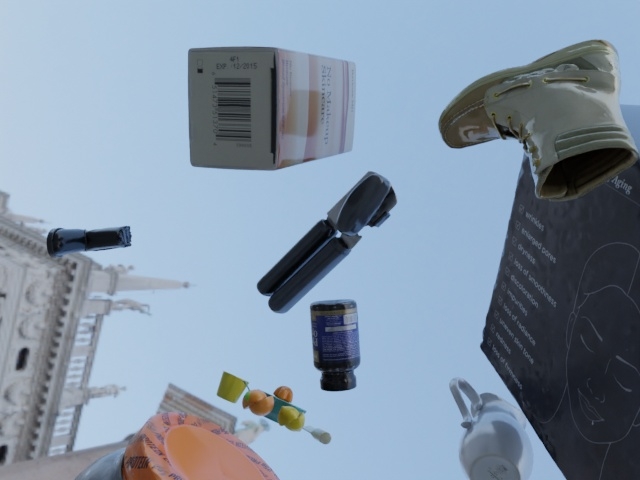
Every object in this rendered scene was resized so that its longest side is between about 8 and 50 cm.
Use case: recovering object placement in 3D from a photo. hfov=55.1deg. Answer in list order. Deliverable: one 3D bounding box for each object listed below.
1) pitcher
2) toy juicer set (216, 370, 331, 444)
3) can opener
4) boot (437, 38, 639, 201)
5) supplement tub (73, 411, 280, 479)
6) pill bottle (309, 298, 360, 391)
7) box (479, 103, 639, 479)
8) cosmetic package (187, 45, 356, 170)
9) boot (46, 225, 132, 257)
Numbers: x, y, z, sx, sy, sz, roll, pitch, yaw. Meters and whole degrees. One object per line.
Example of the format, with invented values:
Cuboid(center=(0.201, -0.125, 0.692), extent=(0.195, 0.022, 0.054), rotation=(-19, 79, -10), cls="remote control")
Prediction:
Cuboid(center=(0.294, 0.344, 1.101), extent=(0.177, 0.207, 0.125), rotation=(40, -68, 3), cls="pitcher")
Cuboid(center=(-0.077, 0.406, 1.489), extent=(0.209, 0.329, 0.090), rotation=(3, -116, 55), cls="toy juicer set")
Cuboid(center=(0.000, 0.000, 0.955), extent=(0.283, 0.095, 0.076), rotation=(-44, -116, 14), cls="can opener")
Cuboid(center=(0.225, -0.113, 0.673), extent=(0.213, 0.077, 0.165), rotation=(-19, -132, 34), cls="boot")
Cuboid(center=(-0.170, 0.315, 0.509), extent=(0.193, 0.193, 0.316), rotation=(39, -84, 31), cls="supplement tub")
Cuboid(center=(0.039, 0.263, 1.555), extent=(0.122, 0.122, 0.220), rotation=(-4, -91, 34), cls="pill bottle")
Cuboid(center=(0.486, 0.092, 0.872), extent=(0.480, 0.297, 0.472), rotation=(-109, -161, -62), cls="box")
Cuboid(center=(-0.054, -0.188, 0.872), extent=(0.129, 0.296, 0.153), rotation=(6, -74, 20), cls="cosmetic package")
Cuboid(center=(-0.351, 0.000, 0.944), extent=(0.099, 0.121, 0.045), rotation=(-3, -87, 0), cls="boot")
